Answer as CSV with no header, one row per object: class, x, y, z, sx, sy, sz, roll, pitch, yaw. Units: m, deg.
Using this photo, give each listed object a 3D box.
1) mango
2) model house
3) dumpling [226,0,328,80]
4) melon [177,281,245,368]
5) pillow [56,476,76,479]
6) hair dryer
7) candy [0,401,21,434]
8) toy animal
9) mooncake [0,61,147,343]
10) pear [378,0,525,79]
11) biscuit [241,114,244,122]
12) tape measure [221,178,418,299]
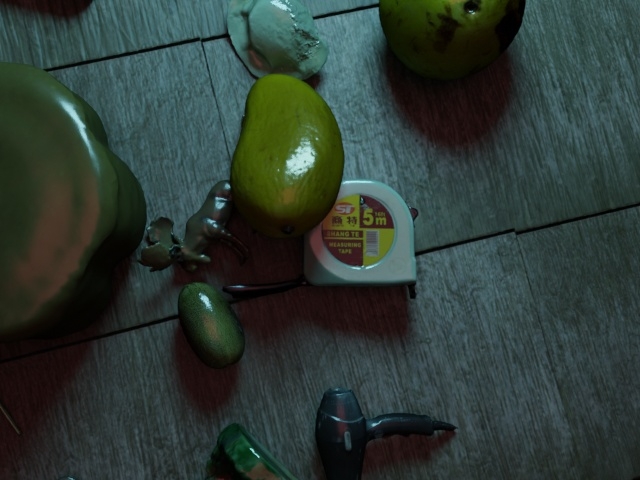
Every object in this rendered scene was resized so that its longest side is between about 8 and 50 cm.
mango,-0.053,-0.152,1.302,0.195,0.142,0.331,0,62,12
model house,-0.141,0.474,1.172,0.245,0.312,0.280,45,78,-3
dumpling,-0.085,-0.388,1.390,0.219,0.108,0.152,42,80,2
melon,-0.192,0.146,1.311,0.099,0.099,0.162,-27,85,-9
pillow,-0.459,0.518,1.262,0.131,0.038,0.232,40,81,-4
hair dryer,0.127,0.369,1.337,0.272,0.091,0.235,-5,93,-11
candy,-0.572,0.251,1.284,0.060,0.060,0.201,-35,97,-10
toy animal,-0.210,-0.017,1.344,0.186,0.094,0.214,26,73,-8
mooncake,-0.524,-0.051,1.215,0.467,0.262,0.467,0,83,-3
pear,0.241,-0.429,1.357,0.284,0.283,0.283,1,83,-7
biscuit,-0.056,-0.160,1.409,0.144,0.016,0.203,-20,84,-8
tape measure,0.000,0.000,1.358,0.351,0.098,0.215,0,84,-4
